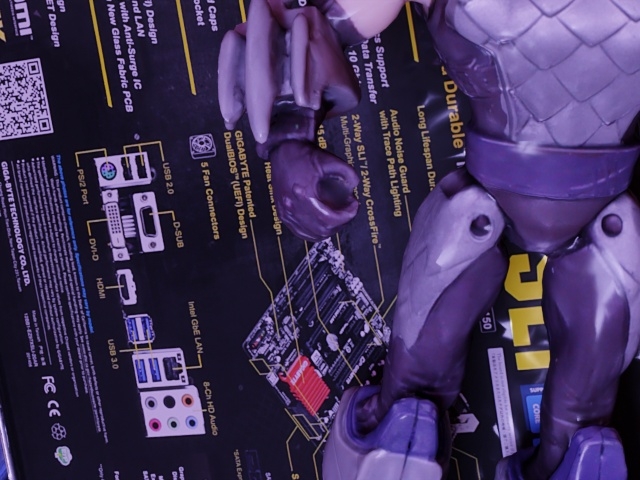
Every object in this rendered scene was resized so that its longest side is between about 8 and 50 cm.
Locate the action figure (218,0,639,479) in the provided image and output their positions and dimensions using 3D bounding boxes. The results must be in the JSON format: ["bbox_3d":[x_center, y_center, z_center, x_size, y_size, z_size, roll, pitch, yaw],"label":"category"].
[{"bbox_3d":[0.063,-0.003,0.486,0.185,0.099,0.285,7,113,2],"label":"action figure"}]

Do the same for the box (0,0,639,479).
[{"bbox_3d":[0.000,0.000,0.614,0.257,0.079,0.322,-7,99,21],"label":"box"}]

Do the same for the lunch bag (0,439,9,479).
[{"bbox_3d":[-0.146,0.073,0.724,0.067,0.065,0.098,44,100,6],"label":"lunch bag"}]
